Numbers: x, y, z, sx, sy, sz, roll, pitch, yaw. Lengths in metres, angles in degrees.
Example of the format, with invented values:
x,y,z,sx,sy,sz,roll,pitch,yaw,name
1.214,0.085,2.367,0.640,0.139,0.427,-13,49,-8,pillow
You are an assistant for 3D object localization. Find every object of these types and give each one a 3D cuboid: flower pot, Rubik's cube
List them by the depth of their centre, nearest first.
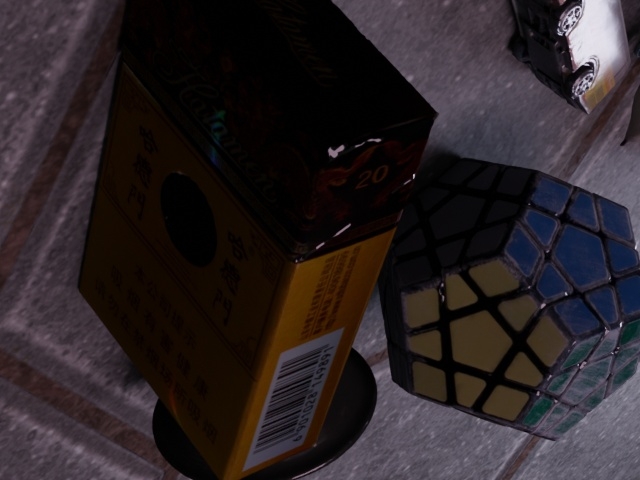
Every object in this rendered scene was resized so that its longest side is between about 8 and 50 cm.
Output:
x,y,z,sx,sy,sz,roll,pitch,yaw,name
-0.070,0.117,1.676,0.235,0.235,0.148,-29,129,-20,flower pot
0.205,0.064,1.832,0.319,0.319,0.264,-17,168,-35,Rubik's cube

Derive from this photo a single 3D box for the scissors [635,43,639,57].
x,y,z,sx,sy,sz,roll,pitch,yaw,name
0.374,-0.240,1.888,0.036,0.006,0.083,-22,142,-28,scissors

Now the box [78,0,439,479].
x,y,z,sx,sy,sz,roll,pitch,yaw,name
-0.069,-0.027,1.411,0.115,0.264,0.415,-19,145,-32,box

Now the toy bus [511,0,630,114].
x,y,z,sx,sy,sz,roll,pitch,yaw,name
0.246,-0.230,1.678,0.106,0.092,0.268,-46,151,-9,toy bus

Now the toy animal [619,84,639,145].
x,y,z,sx,sy,sz,roll,pitch,yaw,name
0.451,-0.192,1.890,0.325,0.154,0.208,-12,137,-42,toy animal
